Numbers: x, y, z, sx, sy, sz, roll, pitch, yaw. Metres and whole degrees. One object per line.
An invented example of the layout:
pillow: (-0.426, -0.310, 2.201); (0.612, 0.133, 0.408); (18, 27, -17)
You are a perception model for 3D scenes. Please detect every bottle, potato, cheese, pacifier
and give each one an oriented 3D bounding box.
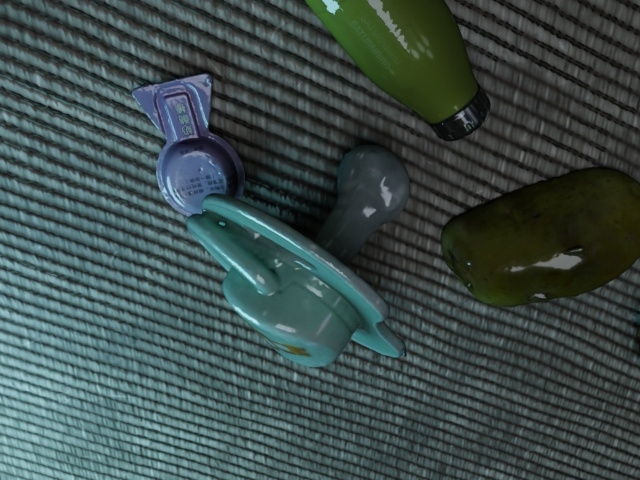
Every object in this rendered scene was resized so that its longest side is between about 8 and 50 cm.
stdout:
bottle: (0.085, -0.216, 0.781); (0.112, 0.112, 0.260); (-35, 117, 17)
potato: (0.300, 0.016, 0.941); (0.271, 0.111, 0.160); (-19, 119, 7)
cheese: (-0.149, -0.100, 0.879); (0.105, 0.042, 0.191); (-11, 121, 2)
pacifier: (0.000, 0.000, 0.867); (0.288, 0.269, 0.343); (28, 163, 20)

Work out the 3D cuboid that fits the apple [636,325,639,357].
apple: (0.534, 0.150, 1.019); (0.158, 0.147, 0.156); (-16, 100, 5)
